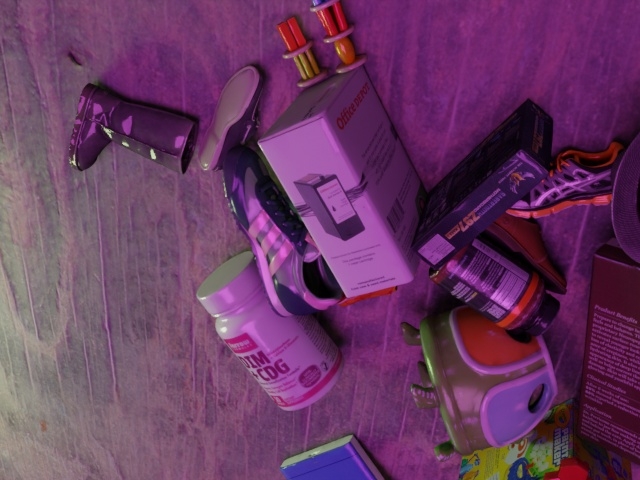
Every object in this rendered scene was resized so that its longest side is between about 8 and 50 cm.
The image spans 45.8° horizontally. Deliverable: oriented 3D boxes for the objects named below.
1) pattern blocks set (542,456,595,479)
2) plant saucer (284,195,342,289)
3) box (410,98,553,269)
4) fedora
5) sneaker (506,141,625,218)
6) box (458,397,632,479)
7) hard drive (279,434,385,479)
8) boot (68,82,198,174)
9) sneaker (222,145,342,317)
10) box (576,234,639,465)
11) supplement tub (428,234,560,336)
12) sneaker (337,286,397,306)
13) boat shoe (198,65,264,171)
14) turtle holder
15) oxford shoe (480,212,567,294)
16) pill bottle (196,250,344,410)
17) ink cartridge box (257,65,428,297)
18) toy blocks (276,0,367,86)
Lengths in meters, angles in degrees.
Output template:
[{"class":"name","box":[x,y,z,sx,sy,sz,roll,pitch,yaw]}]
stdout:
[{"class":"pattern blocks set","box":[0.404,0.481,1.183,0.285,0.026,0.325,28,125,-1]},{"class":"plant saucer","box":[0.000,0.000,1.330,0.195,0.037,0.195,27,135,31]},{"class":"box","box":[0.241,-0.084,1.127,0.059,0.183,0.233,39,125,-9]},{"class":"fedora","box":[0.506,-0.086,1.046,0.275,0.124,0.243,-8,109,-4]},{"class":"sneaker","box":[0.365,-0.093,1.147,0.215,0.084,0.083,-12,119,13]},{"class":"box","box":[0.404,0.494,1.388,0.177,0.290,0.279,43,125,-12]},{"class":"hard drive","box":[0.077,0.596,1.687,0.210,0.040,0.318,-30,99,32]},{"class":"boot","box":[-0.332,-0.169,1.344,0.208,0.076,0.189,21,129,-4]},{"class":"sneaker","box":[-0.055,-0.019,1.277,0.131,0.112,0.319,-8,116,31]},{"class":"box","box":[0.530,0.177,1.194,0.191,0.143,0.381,24,135,39]},{"class":"supplement tub","box":[0.277,0.070,1.196,0.198,0.106,0.106,34,126,-2]},{"class":"sneaker","box":[0.098,0.083,1.363,0.175,0.064,0.067,-31,118,35]},{"class":"boat shoe","box":[-0.137,-0.201,1.269,0.065,0.075,0.206,4,131,-38]},{"class":"turtle holder","box":[0.288,0.259,1.306,0.227,0.243,0.320,-18,103,9]},{"class":"oxford shoe","box":[0.345,0.015,1.232,0.212,0.076,0.076,42,164,-27]},{"class":"pill bottle","box":[-0.094,0.168,1.421,0.160,0.160,0.283,-26,111,31]},{"class":"ink cartridge box","box":[0.052,-0.094,1.170,0.121,0.211,0.289,-17,114,29]},{"class":"toy blocks","box":[-0.012,-0.318,1.138,0.123,0.054,0.148,-14,117,25]}]
